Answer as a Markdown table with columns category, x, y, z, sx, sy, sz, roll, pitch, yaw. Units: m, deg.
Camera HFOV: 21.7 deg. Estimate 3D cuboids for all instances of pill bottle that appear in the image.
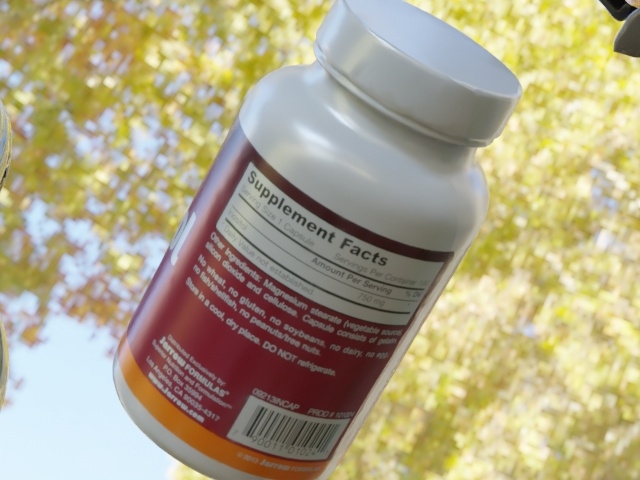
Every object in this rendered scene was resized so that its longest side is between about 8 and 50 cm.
| category | x | y | z | sx | sy | sz | roll | pitch | yaw |
| --- | --- | --- | --- | --- | --- | --- | --- | --- | --- |
| pill bottle | 0.000 | 0.000 | 0.538 | 0.086 | 0.086 | 0.152 | 29 | -69 | -2 |

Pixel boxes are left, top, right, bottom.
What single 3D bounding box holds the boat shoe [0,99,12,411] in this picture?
| category | x | y | z | sx | sy | sz | roll | pitch | yaw |
| --- | --- | --- | --- | --- | --- | --- | --- | --- | --- |
| boat shoe | -0.222 | -0.013 | 0.826 | 0.122 | 0.324 | 0.120 | -7 | -47 | -4 |

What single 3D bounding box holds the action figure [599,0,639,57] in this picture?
| category | x | y | z | sx | sy | sz | roll | pitch | yaw |
| --- | --- | --- | --- | --- | --- | --- | --- | --- | --- |
| action figure | 0.247 | -0.190 | 1.056 | 0.178 | 0.330 | 0.341 | -45 | -102 | 24 |
